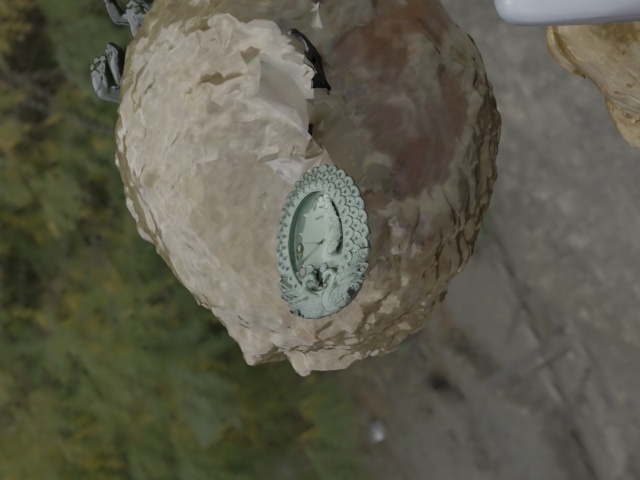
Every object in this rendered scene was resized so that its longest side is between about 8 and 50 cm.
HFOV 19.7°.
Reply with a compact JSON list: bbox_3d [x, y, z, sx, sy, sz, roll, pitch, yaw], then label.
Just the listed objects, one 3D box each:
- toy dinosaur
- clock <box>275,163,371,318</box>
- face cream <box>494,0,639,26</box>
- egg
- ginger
[{"bbox_3d":[-0.084,-0.155,1.409,0.087,0.179,0.187,167,100,-70],"label":"toy dinosaur"},{"bbox_3d":[0.000,0.000,0.975,0.074,0.010,0.083,-22,66,45],"label":"clock"},{"bbox_3d":[0.129,-0.152,0.847,0.117,0.117,0.104,-162,68,-75],"label":"face cream"},{"bbox_3d":[-0.012,-0.070,1.234,0.279,0.279,0.310,76,-169,-60],"label":"egg"},{"bbox_3d":[0.258,-0.158,1.494,0.216,0.102,0.157,43,146,-1],"label":"ginger"}]
